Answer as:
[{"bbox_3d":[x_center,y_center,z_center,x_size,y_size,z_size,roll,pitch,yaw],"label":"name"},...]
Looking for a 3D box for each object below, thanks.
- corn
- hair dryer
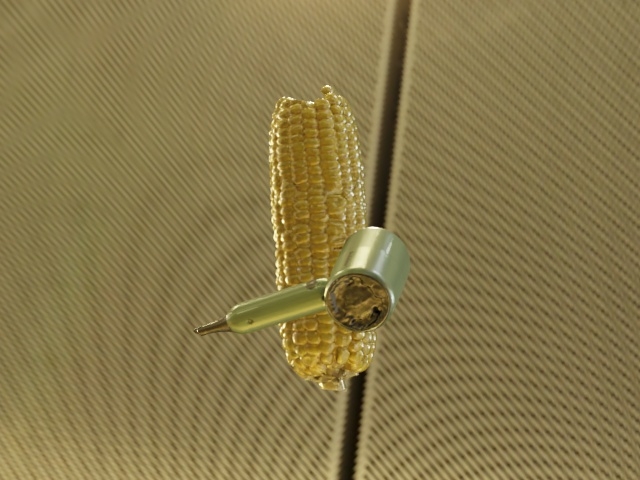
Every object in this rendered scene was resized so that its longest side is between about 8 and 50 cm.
[{"bbox_3d":[0.000,0.000,1.286,0.080,0.080,0.238,-6,-91,13],"label":"corn"},{"bbox_3d":[-0.018,0.038,1.065,0.150,0.071,0.047,-16,-73,19],"label":"hair dryer"}]
